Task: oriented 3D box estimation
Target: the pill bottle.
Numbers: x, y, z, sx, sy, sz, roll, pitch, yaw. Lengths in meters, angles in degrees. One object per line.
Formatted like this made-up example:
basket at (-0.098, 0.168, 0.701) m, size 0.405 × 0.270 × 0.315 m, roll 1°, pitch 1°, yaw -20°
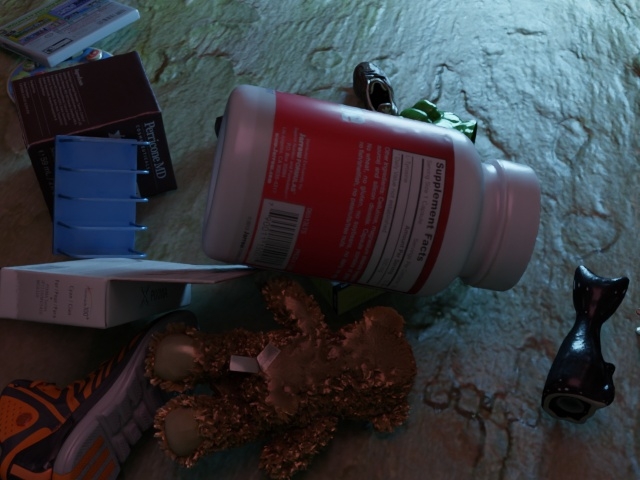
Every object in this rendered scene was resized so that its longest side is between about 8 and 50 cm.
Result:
pill bottle at (0.063, -0.053, 1.236) m, size 0.407 × 0.229 × 0.229 m, roll 11°, pitch 48°, yaw -10°

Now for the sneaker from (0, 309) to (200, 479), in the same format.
sneaker at (-0.291, 0.187, 1.201) m, size 0.180 × 0.125 × 0.321 m, roll 5°, pitch 32°, yaw 27°

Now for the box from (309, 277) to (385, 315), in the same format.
box at (0.000, 0.000, 1.395) m, size 0.087 × 0.058 × 0.232 m, roll -24°, pitch 52°, yaw -18°

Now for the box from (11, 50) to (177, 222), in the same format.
box at (-0.350, -0.162, 1.479) m, size 0.203 × 0.169 × 0.167 m, roll -17°, pitch 49°, yaw -11°

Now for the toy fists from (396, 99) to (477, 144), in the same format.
toy fists at (0.148, -0.110, 1.464) m, size 0.142 × 0.096 × 0.279 m, roll 11°, pitch 51°, yaw 13°

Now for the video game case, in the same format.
video game case at (-0.476, -0.398, 1.768) m, size 0.193 × 0.023 × 0.212 m, roll 26°, pitch 51°, yaw 35°

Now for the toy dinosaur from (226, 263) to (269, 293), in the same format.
toy dinosaur at (-0.109, 0.000, 1.388) m, size 0.093 × 0.053 × 0.183 m, roll -47°, pitch 57°, yaw 10°

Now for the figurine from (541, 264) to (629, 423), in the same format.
figurine at (0.409, 0.140, 1.212) m, size 0.214 × 0.092 × 0.210 m, roll 14°, pitch 59°, yaw 14°

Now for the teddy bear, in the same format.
teddy bear at (-0.051, 0.174, 1.185) m, size 0.337 × 0.113 × 0.245 m, roll -23°, pitch 74°, yaw -23°

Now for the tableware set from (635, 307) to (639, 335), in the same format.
tableware set at (0.522, 0.142, 1.264) m, size 0.194 × 0.039 × 0.128 m, roll -7°, pitch 60°, yaw 4°

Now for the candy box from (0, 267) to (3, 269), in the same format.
candy box at (-0.430, 0.059, 1.335) m, size 0.205 × 0.105 × 0.027 m, roll 15°, pitch 84°, yaw 15°

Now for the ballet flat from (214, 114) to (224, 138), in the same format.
ballet flat at (-0.091, -0.195, 1.591) m, size 0.173 × 0.049 × 0.057 m, roll -10°, pitch 4°, yaw -8°

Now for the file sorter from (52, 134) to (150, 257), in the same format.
file sorter at (-0.306, -0.060, 1.339) m, size 0.118 × 0.171 × 0.104 m, roll 0°, pitch 6°, yaw -27°

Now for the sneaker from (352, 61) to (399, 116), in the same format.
sneaker at (0.098, -0.256, 1.610) m, size 0.066 × 0.071 × 0.188 m, roll -11°, pitch 49°, yaw -7°

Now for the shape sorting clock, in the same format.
shape sorting clock at (-0.449, -0.285, 1.679) m, size 0.206 × 0.040 × 0.206 m, roll -1°, pitch 49°, yaw 1°

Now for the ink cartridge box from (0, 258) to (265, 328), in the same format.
ink cartridge box at (-0.216, 0.064, 1.207) m, size 0.261 × 0.296 × 0.066 m, roll 4°, pitch 92°, yaw 11°
